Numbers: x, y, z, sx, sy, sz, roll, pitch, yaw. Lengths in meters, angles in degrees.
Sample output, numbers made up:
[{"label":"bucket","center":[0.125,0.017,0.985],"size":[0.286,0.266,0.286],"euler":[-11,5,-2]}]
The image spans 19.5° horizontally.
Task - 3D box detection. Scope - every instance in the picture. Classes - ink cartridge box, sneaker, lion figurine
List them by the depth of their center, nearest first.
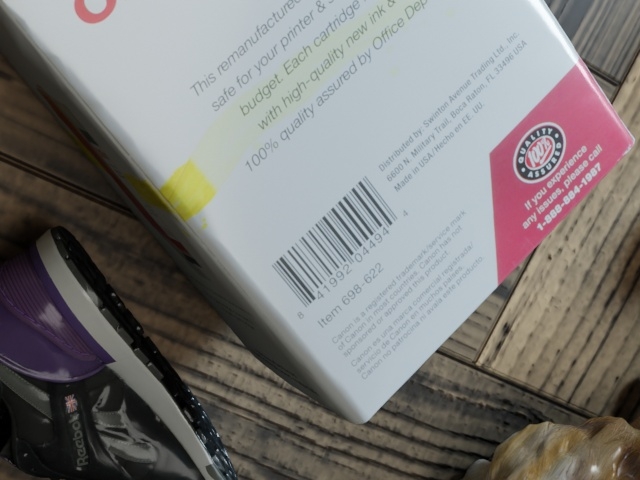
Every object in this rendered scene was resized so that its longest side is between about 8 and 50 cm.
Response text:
[{"label":"ink cartridge box","center":[-0.017,-0.120,1.205],"size":[0.279,0.160,0.384],"euler":[-44,120,-11]},{"label":"sneaker","center":[-0.156,0.125,1.282],"size":[0.124,0.107,0.283],"euler":[-33,119,0]},{"label":"lion figurine","center":[0.296,0.258,1.534],"size":[0.392,0.142,0.240],"euler":[43,65,-19]}]
